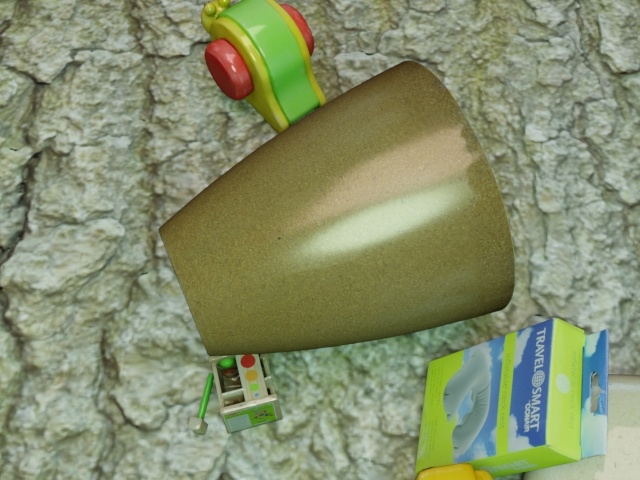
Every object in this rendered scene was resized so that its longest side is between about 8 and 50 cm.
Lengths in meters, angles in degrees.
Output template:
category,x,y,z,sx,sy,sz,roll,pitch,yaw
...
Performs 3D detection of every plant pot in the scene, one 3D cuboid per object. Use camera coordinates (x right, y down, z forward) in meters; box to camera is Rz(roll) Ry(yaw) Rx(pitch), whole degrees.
category,x,y,z,sx,sy,sz,roll,pitch,yaw
plant pot,0.000,0.000,0.780,0.254,0.237,0.237,-23,61,-10

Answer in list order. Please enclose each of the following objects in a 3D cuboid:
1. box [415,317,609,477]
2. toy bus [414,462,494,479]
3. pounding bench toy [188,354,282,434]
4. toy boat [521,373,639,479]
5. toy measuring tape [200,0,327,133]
category,x,y,z,sx,sy,sz,roll,pitch,yaw
box,0.153,0.134,0.734,0.042,0.178,0.109,26,57,-24
toy bus,0.140,0.321,0.599,0.130,0.108,0.333,-7,56,-2
pounding bench toy,-0.083,0.134,0.813,0.083,0.052,0.065,-15,59,-5
toy boat,0.325,0.159,0.737,0.267,0.148,0.318,19,70,20
toy measuring tape,-0.028,-0.167,0.954,0.121,0.121,0.330,-35,64,-16
